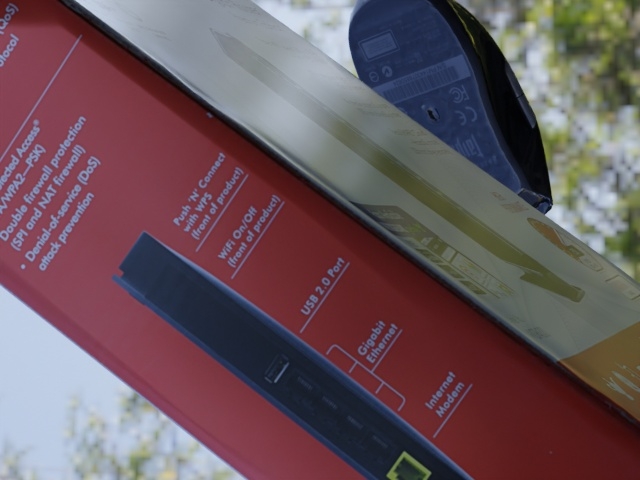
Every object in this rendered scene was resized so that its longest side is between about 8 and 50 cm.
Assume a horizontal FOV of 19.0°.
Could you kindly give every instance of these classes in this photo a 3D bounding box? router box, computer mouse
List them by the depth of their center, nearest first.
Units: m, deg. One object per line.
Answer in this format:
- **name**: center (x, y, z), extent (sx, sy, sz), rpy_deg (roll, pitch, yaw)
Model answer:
- **router box**: center (0.000, 0.000, 0.691), extent (0.082, 0.301, 0.335), rpy_deg (-55, -11, 10)
- **computer mouse**: center (0.083, -0.047, 1.284), extent (0.060, 0.184, 0.262), rpy_deg (-38, -81, -45)
